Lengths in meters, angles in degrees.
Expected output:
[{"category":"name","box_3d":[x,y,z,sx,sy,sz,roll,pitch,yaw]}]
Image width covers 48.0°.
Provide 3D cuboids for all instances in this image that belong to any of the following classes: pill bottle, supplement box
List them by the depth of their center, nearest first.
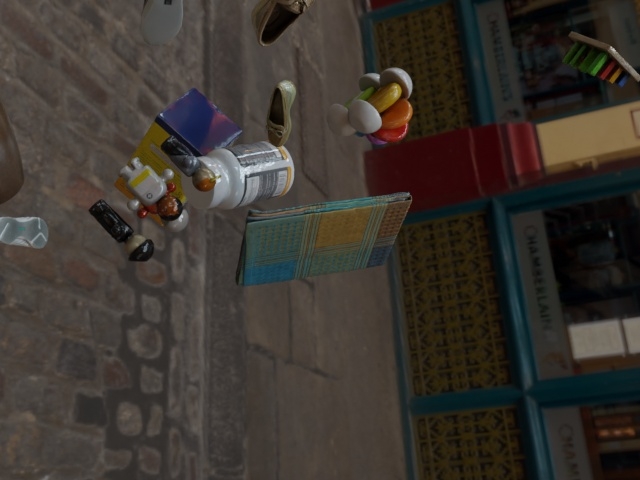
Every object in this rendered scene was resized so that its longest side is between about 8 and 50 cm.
[{"category":"pill bottle","box_3d":[-0.214,-0.169,1.878,0.278,0.162,0.162,-17,96,-46]},{"category":"supplement box","box_3d":[-0.425,-0.243,2.136,0.195,0.356,0.194,42,44,-6]}]

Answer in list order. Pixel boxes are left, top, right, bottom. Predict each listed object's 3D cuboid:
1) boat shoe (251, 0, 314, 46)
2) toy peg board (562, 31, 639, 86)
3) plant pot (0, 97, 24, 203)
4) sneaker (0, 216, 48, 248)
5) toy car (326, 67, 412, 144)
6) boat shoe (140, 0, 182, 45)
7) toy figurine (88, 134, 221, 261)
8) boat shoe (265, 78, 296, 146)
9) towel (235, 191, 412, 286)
[{"category":"boat shoe","box_3d":[-0.065,-0.663,1.955,0.122,0.341,0.110,14,52,-34]},{"category":"toy peg board","box_3d":[0.742,-0.468,1.932,0.161,0.079,0.161,28,15,-33]},{"category":"plant pot","box_3d":[-0.660,-0.176,1.342,0.230,0.215,0.215,75,13,-52]},{"category":"sneaker","box_3d":[-0.519,-0.018,1.216,0.152,0.061,0.053,22,71,-74]},{"category":"toy car","box_3d":[0.117,-0.262,1.490,0.159,0.182,0.136,-48,115,-21]},{"category":"boat shoe","box_3d":[-0.301,-0.476,1.391,0.219,0.078,0.070,123,-39,-49]},{"category":"toy figurine","box_3d":[-0.320,-0.080,1.416,0.148,0.209,0.213,47,34,-4]},{"category":"boat shoe","box_3d":[-0.090,-0.263,1.514,0.048,0.056,0.153,-40,155,-49]},{"category":"towel","box_3d":[0.000,0.000,1.593,0.271,0.370,0.040,108,-31,-53]}]
